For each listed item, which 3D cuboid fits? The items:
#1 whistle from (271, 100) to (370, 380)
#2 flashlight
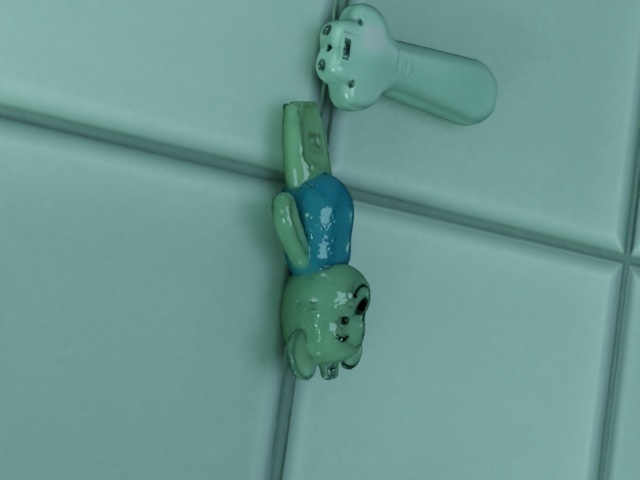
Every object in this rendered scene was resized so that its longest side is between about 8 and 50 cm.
[{"bbox_3d":[0.000,0.000,1.288,0.114,0.077,0.235,-6,91,-56],"label":"whistle"},{"bbox_3d":[0.078,-0.148,1.362,0.200,0.047,0.093,11,84,-39],"label":"flashlight"}]
